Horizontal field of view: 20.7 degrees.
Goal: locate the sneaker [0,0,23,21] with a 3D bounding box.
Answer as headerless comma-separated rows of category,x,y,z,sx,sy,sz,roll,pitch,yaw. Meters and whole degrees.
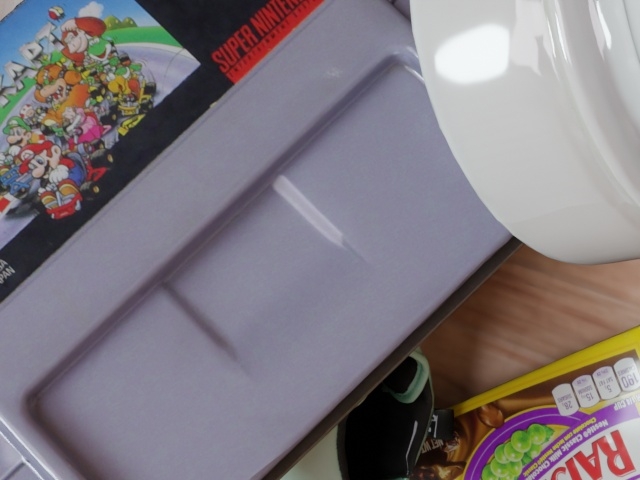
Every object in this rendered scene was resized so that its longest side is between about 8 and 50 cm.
sneaker,-0.107,-0.020,0.909,0.169,0.108,0.292,-20,84,43

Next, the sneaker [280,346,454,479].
sneaker,0.000,0.000,0.819,0.151,0.094,0.255,13,109,49

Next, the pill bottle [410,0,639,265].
pill bottle,0.220,-0.100,0.532,0.361,0.204,0.204,-12,91,40

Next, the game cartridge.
game cartridge,-0.059,-0.017,0.750,0.355,0.068,0.230,-44,79,-8

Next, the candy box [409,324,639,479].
candy box,0.097,0.119,0.824,0.206,0.027,0.105,-29,82,39
